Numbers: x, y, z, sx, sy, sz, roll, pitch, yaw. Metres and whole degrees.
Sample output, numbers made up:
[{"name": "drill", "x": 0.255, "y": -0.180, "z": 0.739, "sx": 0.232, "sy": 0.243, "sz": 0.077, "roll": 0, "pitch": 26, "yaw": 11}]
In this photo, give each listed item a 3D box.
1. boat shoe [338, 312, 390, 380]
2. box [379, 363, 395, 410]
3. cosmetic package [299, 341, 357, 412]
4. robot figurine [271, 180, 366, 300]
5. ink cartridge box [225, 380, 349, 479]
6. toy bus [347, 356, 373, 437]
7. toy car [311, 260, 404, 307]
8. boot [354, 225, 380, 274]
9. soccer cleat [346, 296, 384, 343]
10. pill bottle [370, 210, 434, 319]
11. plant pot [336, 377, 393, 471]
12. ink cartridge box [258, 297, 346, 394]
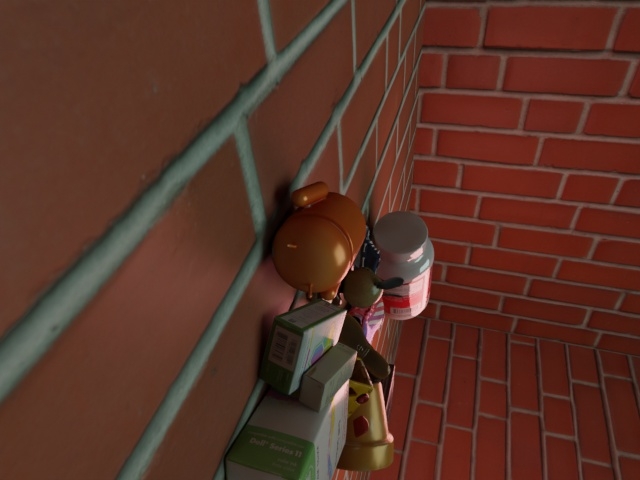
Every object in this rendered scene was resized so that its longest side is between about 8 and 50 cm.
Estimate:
[{"name": "boat shoe", "x": 0.090, "y": 0.272, "z": 1.170, "sx": 0.073, "sy": 0.207, "sz": 0.073, "roll": -36, "pitch": 179, "yaw": -23}, {"name": "box", "x": 0.124, "y": 0.483, "z": 1.366, "sx": 0.168, "sy": 0.166, "sz": 0.203, "roll": -62, "pitch": 156, "yaw": -50}, {"name": "cosmetic package", "x": 0.014, "y": 0.225, "z": 0.764, "sx": 0.115, "sy": 0.041, "sz": 0.060, "roll": -26, "pitch": 132, "yaw": -56}, {"name": "robot figurine", "x": -0.001, "y": -0.002, "z": 0.731, "sx": 0.158, "sy": 0.128, "sz": 0.219, "roll": -66, "pitch": 175, "yaw": 29}, {"name": "ink cartridge box", "x": -0.031, "y": 0.345, "z": 0.815, "sx": 0.353, "sy": 0.119, "sz": 0.207, "roll": -49, "pitch": 144, "yaw": -63}, {"name": "toy bus", "x": 0.023, "y": 0.351, "z": 1.044, "sx": 0.104, "sy": 0.191, "sz": 0.202, "roll": 24, "pitch": 67, "yaw": -29}, {"name": "toy car", "x": 0.081, "y": 0.079, "z": 0.948, "sx": 0.155, "sy": 0.188, "sz": 0.149, "roll": 69, "pitch": 33, "yaw": -62}, {"name": "boot", "x": 0.138, "y": 0.033, "z": 1.331, "sx": 0.069, "sy": 0.086, "sz": 0.190, "roll": 81, "pitch": 23, "yaw": -47}, {"name": "soccer cleat", "x": 0.119, "y": 0.231, "z": 1.345, "sx": 0.318, "sy": 0.108, "sz": 0.117, "roll": -60, "pitch": 150, "yaw": -48}, {"name": "pill bottle", "x": 0.278, "y": 0.092, "z": 1.606, "sx": 0.408, "sy": 0.228, "sz": 0.229, "roll": 78, "pitch": 25, "yaw": -53}, {"name": "plant pot", "x": 0.085, "y": 0.448, "z": 1.158, "sx": 0.205, "sy": 0.205, "sz": 0.188, "roll": 27, "pitch": 66, "yaw": -74}, {"name": "ink cartridge box", "x": -0.013, "y": 0.168, "z": 0.791, "sx": 0.209, "sy": 0.062, "sz": 0.109, "roll": -10, "pitch": 118, "yaw": -62}]
